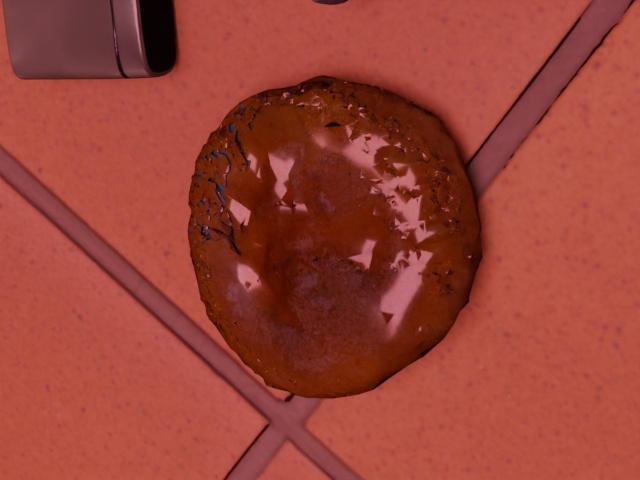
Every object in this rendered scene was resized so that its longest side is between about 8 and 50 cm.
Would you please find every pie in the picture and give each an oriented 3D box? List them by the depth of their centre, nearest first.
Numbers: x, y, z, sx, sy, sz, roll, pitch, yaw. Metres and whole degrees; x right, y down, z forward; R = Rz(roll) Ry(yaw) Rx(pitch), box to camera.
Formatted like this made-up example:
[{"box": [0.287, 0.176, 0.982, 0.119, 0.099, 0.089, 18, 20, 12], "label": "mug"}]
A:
[{"box": [0.000, 0.000, 1.247, 0.273, 0.069, 0.273, 5, 102, 25], "label": "pie"}]

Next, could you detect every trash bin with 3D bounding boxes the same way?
[{"box": [-0.189, -0.189, 1.286, 0.130, 0.059, 0.116, 1, 103, 25], "label": "trash bin"}]

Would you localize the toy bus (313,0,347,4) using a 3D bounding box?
[{"box": [-0.060, -0.330, 1.168, 0.136, 0.109, 0.330, -42, 86, 17], "label": "toy bus"}]
